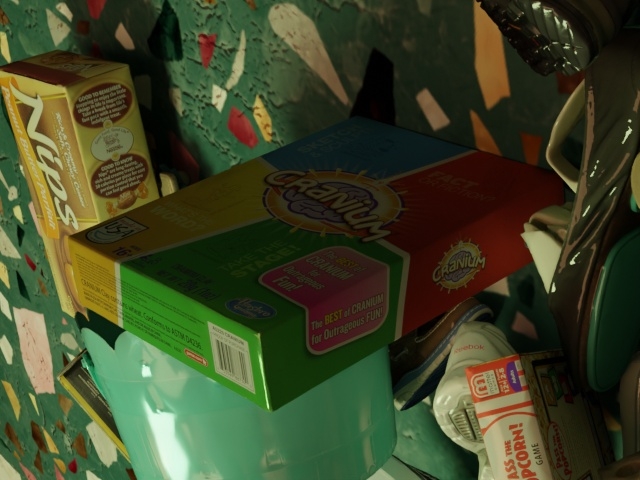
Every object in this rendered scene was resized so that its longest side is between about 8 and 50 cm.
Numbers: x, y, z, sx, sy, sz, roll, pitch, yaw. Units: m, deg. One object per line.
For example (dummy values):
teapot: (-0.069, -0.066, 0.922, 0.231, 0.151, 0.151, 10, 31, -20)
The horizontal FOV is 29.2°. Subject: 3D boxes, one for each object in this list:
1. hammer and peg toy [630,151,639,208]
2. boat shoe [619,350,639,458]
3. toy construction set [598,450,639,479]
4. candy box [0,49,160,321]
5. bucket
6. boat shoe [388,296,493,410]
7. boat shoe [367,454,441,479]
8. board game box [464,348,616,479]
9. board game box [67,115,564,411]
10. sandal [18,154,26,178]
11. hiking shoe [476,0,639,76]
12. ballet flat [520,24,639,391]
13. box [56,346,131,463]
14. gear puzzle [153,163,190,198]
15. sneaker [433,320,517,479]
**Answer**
hammer and peg toy: (0.367, 0.016, 0.669, 0.361, 0.127, 0.266, 4, 115, 49)
boat shoe: (0.279, 0.174, 0.953, 0.063, 0.066, 0.184, 10, 110, 50)
toy construction set: (0.315, 0.215, 0.795, 0.308, 0.257, 0.237, -19, 95, 33)
candy box: (-0.261, -0.049, 1.407, 0.183, 0.087, 0.317, 19, 126, 50)
bucket: (-0.065, 0.116, 1.099, 0.281, 0.281, 0.183, 5, 111, 51)
boat shoe: (0.094, 0.094, 1.128, 0.066, 0.066, 0.183, 54, 144, 16)
boat shoe: (0.155, 0.292, 1.146, 0.306, 0.105, 0.113, 36, 134, 26)
board game box: (0.178, 0.157, 0.929, 0.045, 0.193, 0.147, -18, 79, 23)
board game box: (0.000, 0.000, 0.970, 0.242, 0.316, 0.064, 21, 127, 43)
sandal: (-0.327, -0.066, 1.571, 0.219, 0.060, 0.090, 27, 132, 33)
hiking shoe: (0.173, -0.172, 0.814, 0.086, 0.114, 0.227, 48, -173, -14)
ballet flat: (0.205, -0.026, 0.889, 0.096, 0.095, 0.281, 31, 124, 36)
box: (-0.149, 0.281, 1.456, 0.322, 0.079, 0.257, 42, 172, 27)
gear puzzle: (-0.152, 0.066, 1.450, 0.175, 0.044, 0.339, 14, 122, 56)
sneaker: (0.171, 0.157, 1.063, 0.090, 0.115, 0.232, -8, 132, 21)
